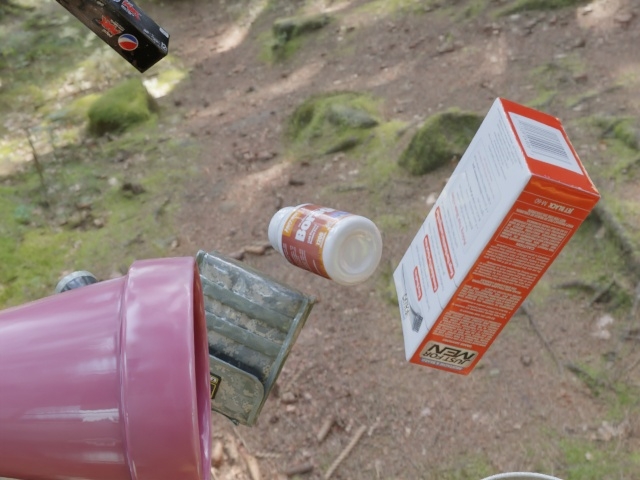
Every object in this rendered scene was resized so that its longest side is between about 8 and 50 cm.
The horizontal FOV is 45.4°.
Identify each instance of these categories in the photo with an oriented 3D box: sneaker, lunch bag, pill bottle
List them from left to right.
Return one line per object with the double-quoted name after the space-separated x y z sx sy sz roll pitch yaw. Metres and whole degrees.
-0.301 0.157 1.072 0.083 0.222 0.118 -30 47 -19 "sneaker"
-0.175 0.190 1.459 0.235 0.287 0.169 25 1 5 "lunch bag"
0.000 0.000 1.360 0.121 0.121 0.216 -34 28 -25 "pill bottle"

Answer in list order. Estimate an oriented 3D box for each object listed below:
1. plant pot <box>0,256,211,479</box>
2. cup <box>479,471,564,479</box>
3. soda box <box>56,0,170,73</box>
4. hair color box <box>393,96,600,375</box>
-0.186 0.119 0.633 0.180 0.201 0.201 -4 35 -5 "plant pot"
0.404 0.654 1.481 0.331 0.237 0.331 -4 27 2 "cup"
-0.301 -0.325 1.118 0.060 0.169 0.053 -27 44 26 "soda box"
0.110 0.001 0.519 0.053 0.167 0.093 16 37 -15 "hair color box"
